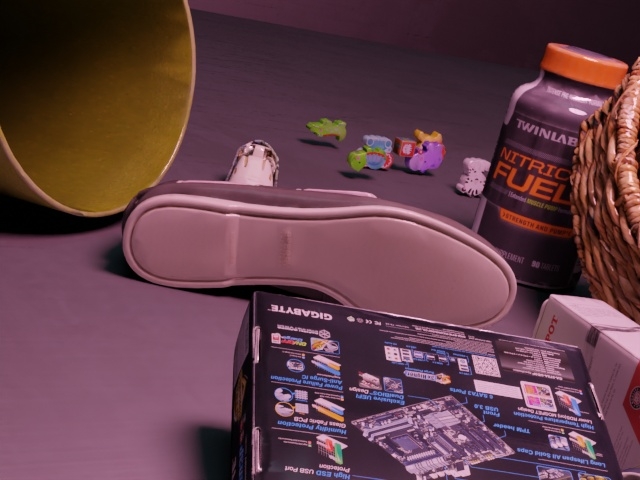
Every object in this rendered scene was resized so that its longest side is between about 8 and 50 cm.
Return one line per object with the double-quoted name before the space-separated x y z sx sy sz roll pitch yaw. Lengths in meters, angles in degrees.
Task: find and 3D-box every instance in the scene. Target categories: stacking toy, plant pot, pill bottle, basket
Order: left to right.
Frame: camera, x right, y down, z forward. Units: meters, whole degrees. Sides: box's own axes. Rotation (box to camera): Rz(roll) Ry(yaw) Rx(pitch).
"plant pot" -0.315 -0.170 1.004 0.293 0.275 0.274 6 11 29
"stacking toy" 0.107 -0.116 1.481 0.221 0.052 0.167 5 18 -23
"pill bottle" 0.249 -0.082 1.146 0.130 0.246 0.130 13 17 -4
"basket" 0.361 -0.039 0.929 0.213 0.223 0.299 9 59 -21

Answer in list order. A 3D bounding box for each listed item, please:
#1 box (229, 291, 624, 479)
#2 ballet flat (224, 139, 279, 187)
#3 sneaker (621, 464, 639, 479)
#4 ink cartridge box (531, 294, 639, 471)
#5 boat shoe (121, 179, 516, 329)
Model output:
"box" 0.061 0.119 0.609 0.220 0.051 0.175 10 37 -12
"ballet flat" -0.075 -0.068 1.148 0.070 0.070 0.188 12 18 -7
"sneaker" 0.222 0.187 0.605 0.086 0.064 0.192 1 20 -15
"ink cartridge box" 0.205 0.110 0.755 0.056 0.099 0.135 5 20 -27
"boat shoe" 0.000 0.000 0.918 0.335 0.112 0.095 9 22 -5
